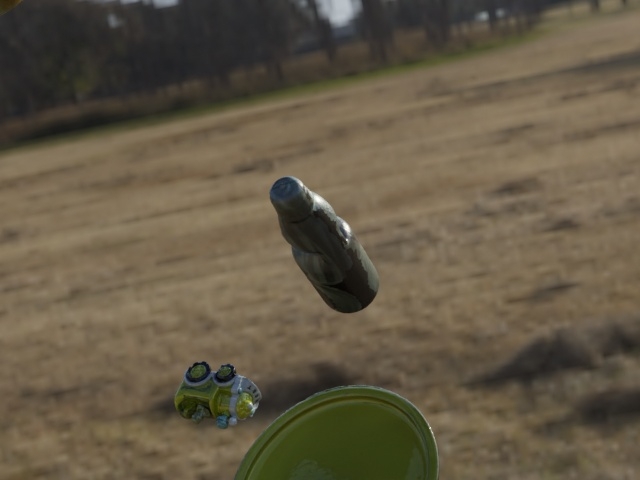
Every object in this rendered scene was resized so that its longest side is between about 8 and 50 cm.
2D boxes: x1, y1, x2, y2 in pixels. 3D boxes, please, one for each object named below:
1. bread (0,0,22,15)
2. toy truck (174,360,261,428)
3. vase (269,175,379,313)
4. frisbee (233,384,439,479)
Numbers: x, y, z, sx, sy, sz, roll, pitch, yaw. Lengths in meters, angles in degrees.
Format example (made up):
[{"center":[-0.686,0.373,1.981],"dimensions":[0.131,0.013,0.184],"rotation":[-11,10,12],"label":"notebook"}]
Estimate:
[{"center":[-0.380,-0.402,1.770],"dimensions":[0.225,0.279,0.250],"rotation":[11,46,33],"label":"bread"},{"center":[-0.136,0.211,2.240],"dimensions":[0.111,0.076,0.077],"rotation":[4,47,32],"label":"toy truck"},{"center":[0.000,0.000,1.544],"dimensions":[0.060,0.060,0.211],"rotation":[-9,-28,13],"label":"vase"},{"center":[0.013,0.249,1.725],"dimensions":[0.236,0.017,0.236],"rotation":[-17,47,19],"label":"frisbee"}]
